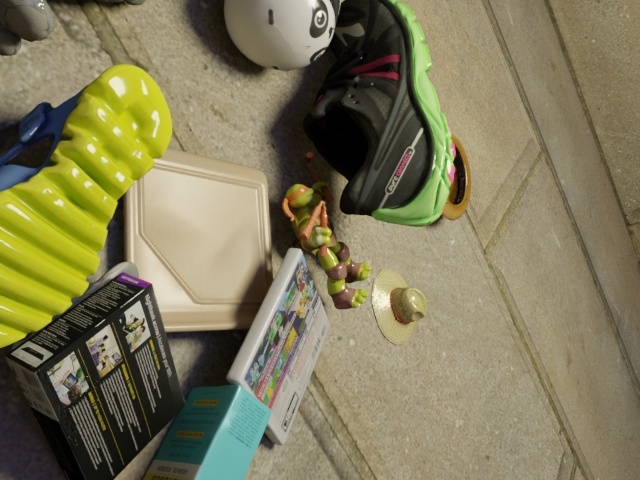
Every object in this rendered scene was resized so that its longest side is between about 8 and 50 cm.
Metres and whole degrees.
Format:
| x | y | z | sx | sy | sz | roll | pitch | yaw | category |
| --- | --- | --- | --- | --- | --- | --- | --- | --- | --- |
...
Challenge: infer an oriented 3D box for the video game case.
| x | y | z | sx | sy | sz | roll | pitch | yaw | category |
| --- | --- | --- | --- | --- | --- | --- | --- | --- | --- |
| -0.047 | 0.144 | 0.739 | 0.184 | 0.023 | 0.201 | 71 | 34 | -45 | video game case |

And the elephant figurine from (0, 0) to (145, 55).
| x | y | z | sx | sy | sz | roll | pitch | yaw | category |
| --- | --- | --- | --- | --- | --- | --- | --- | --- | --- |
| -0.303 | -0.311 | 0.568 | 0.169 | 0.186 | 0.240 | 14 | 47 | 1 | elephant figurine |

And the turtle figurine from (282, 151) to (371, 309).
| x | y | z | sx | sy | sz | roll | pitch | yaw | category |
| --- | --- | --- | --- | --- | --- | --- | --- | --- | --- |
| 0.000 | 0.000 | 0.824 | 0.217 | 0.087 | 0.270 | 60 | 11 | -24 | turtle figurine |

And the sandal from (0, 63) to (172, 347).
| x | y | z | sx | sy | sz | roll | pitch | yaw | category |
| --- | --- | --- | --- | --- | --- | --- | --- | --- | --- |
| -0.269 | -0.035 | 0.519 | 0.126 | 0.138 | 0.318 | 62 | 42 | -40 | sandal |

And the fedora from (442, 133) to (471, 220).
| x | y | z | sx | sy | sz | roll | pitch | yaw | category |
| --- | --- | --- | --- | --- | --- | --- | --- | --- | --- |
| 0.251 | -0.137 | 1.164 | 0.194 | 0.079 | 0.195 | 8 | 79 | -48 | fedora |

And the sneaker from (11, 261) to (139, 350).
| x | y | z | sx | sy | sz | roll | pitch | yaw | category |
| --- | --- | --- | --- | --- | --- | --- | --- | --- | --- |
| -0.247 | 0.072 | 0.554 | 0.152 | 0.061 | 0.054 | -55 | 152 | -38 | sneaker |

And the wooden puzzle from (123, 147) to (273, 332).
| x | y | z | sx | sy | sz | roll | pitch | yaw | category |
| --- | --- | --- | --- | --- | --- | --- | --- | --- | --- |
| -0.153 | -0.001 | 0.707 | 0.220 | 0.044 | 0.239 | 7 | 69 | -47 | wooden puzzle |

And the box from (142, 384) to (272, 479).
| x | y | z | sx | sy | sz | roll | pitch | yaw | category |
| --- | --- | --- | --- | --- | --- | --- | --- | --- | --- |
| -0.148 | 0.277 | 0.582 | 0.060 | 0.100 | 0.244 | 47 | 48 | -27 | box |

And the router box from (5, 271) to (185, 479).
| x | y | z | sx | sy | sz | roll | pitch | yaw | category |
| --- | --- | --- | --- | --- | --- | --- | --- | --- | --- |
| -0.208 | 0.142 | 0.538 | 0.133 | 0.046 | 0.179 | -44 | 140 | -45 | router box |

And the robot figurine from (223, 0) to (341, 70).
| x | y | z | sx | sy | sz | roll | pitch | yaw | category |
| --- | --- | --- | --- | --- | --- | --- | --- | --- | --- |
| -0.046 | -0.395 | 0.835 | 0.209 | 0.173 | 0.278 | 30 | 57 | -37 | robot figurine |

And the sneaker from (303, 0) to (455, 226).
| x | y | z | sx | sy | sz | roll | pitch | yaw | category |
| --- | --- | --- | --- | --- | --- | --- | --- | --- | --- |
| 0.067 | -0.238 | 0.883 | 0.202 | 0.185 | 0.483 | -4 | 55 | -10 | sneaker |

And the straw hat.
| x | y | z | sx | sy | sz | roll | pitch | yaw | category |
| --- | --- | --- | --- | --- | --- | --- | --- | --- | --- |
| 0.160 | 0.117 | 1.002 | 0.144 | 0.061 | 0.145 | 18 | 65 | -44 | straw hat |
